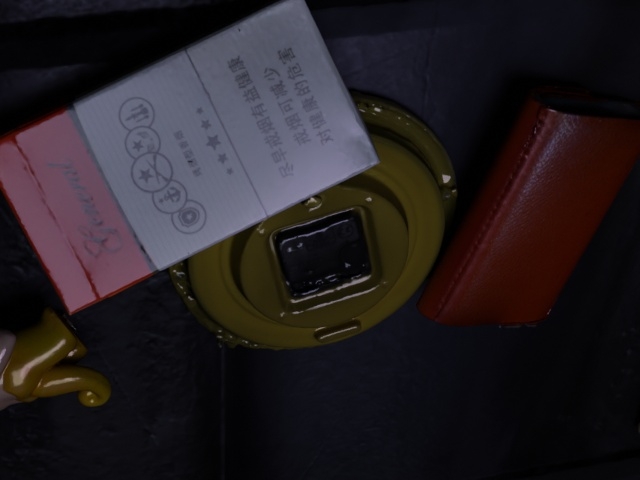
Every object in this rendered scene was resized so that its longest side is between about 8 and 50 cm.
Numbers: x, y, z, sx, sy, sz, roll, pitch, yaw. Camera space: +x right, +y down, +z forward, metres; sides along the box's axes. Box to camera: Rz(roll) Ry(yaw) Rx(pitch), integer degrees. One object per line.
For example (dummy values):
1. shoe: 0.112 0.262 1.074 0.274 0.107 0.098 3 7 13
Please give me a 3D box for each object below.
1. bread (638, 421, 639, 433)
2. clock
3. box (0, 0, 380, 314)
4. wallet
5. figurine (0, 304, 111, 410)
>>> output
1. bread: 0.442 0.129 1.403 0.275 0.114 0.184 -3 125 -21
2. clock: 0.000 0.000 1.182 0.237 0.057 0.237 -10 128 -13
3. box: -0.096 -0.061 1.084 0.245 0.035 0.139 -27 106 0
4. wallet: 0.169 -0.023 1.226 0.142 0.045 0.204 1 126 -40
5. figurine: -0.280 0.139 1.146 0.246 0.131 0.156 -36 163 -3
